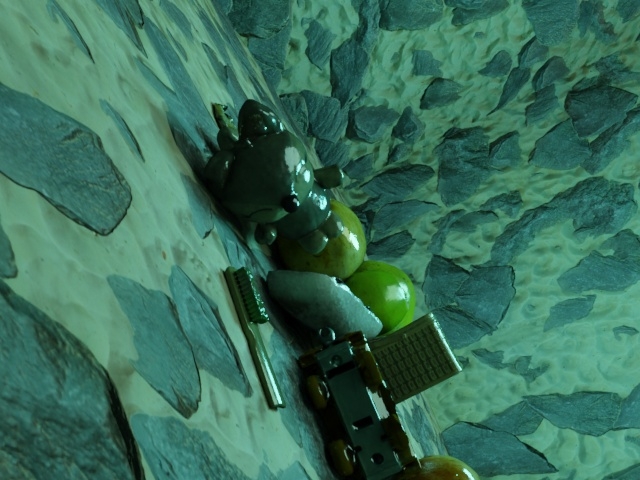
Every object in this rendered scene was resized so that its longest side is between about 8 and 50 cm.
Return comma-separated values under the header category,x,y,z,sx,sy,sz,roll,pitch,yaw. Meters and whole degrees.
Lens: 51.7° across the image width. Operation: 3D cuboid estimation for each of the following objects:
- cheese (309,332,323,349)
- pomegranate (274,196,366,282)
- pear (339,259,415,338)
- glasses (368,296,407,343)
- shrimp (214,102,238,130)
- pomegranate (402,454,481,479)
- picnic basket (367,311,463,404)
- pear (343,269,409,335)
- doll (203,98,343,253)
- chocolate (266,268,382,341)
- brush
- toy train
category,x,y,z,sx,sy,sz,roll,pitch,yaw
cheese,-0.014,0.211,1.717,0.065,0.043,0.194,46,20,-47
pomegranate,0.000,0.000,1.768,0.260,0.260,0.260,62,9,-16
pear,0.191,0.204,2.230,0.294,0.294,0.294,62,9,-16
glasses,0.137,0.210,1.909,0.234,0.269,0.118,-105,-177,-55
shrimp,-0.247,-0.329,1.904,0.150,0.051,0.217,58,11,10
pomegranate,0.305,0.647,1.581,0.229,0.271,0.252,67,10,-51
picnic basket,0.185,0.320,1.689,0.175,0.313,0.228,62,7,12
pear,0.116,0.174,1.763,0.187,0.220,0.187,157,-90,-87
doll,-0.152,-0.144,1.541,0.379,0.252,0.382,19,-20,44
chocolate,0.005,0.167,1.536,0.303,0.185,0.100,48,55,-44
brush,-0.113,0.172,1.221,0.054,0.048,0.282,39,27,-64
toy train,0.078,0.364,1.447,0.231,0.163,0.369,66,1,-72
